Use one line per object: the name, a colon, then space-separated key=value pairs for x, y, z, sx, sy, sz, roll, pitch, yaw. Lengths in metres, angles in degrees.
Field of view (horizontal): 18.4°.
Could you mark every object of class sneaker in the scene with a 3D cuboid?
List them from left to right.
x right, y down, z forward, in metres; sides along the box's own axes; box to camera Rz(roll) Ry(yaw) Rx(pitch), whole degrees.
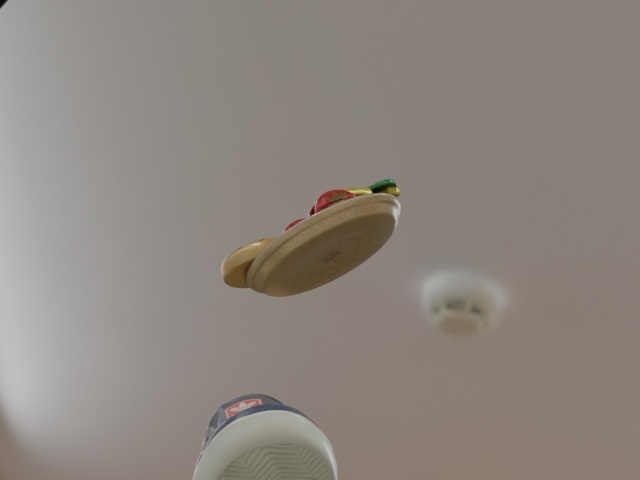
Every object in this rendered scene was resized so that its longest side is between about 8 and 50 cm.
sneaker: x=-0.058 y=0.189 z=1.742 sx=0.131 sy=0.148 sz=0.350 roll=-12 pitch=-26 yaw=-5

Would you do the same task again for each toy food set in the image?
toy food set: x=0.000 y=0.000 z=0.916 sx=0.083 sy=0.020 sz=0.082 roll=-42 pitch=-23 yaw=32

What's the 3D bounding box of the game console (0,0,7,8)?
game console: x=-0.279 y=-0.332 z=1.291 sx=0.342 sy=0.060 sz=0.386 roll=43 pitch=-56 yaw=-10
